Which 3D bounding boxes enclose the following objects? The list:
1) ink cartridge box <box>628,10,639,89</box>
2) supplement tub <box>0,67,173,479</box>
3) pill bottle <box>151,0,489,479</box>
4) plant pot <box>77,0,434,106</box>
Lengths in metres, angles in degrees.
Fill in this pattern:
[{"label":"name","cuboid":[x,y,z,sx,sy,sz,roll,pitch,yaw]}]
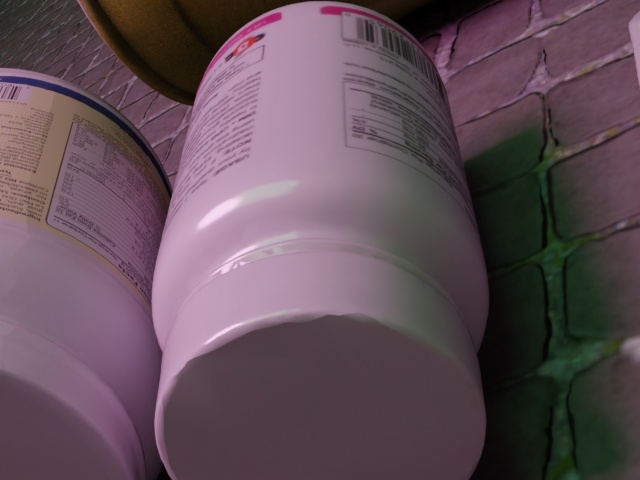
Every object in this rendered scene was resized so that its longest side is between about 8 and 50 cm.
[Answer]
[{"label":"ink cartridge box","cuboid":[0.271,-0.142,0.498,0.232,0.066,0.189,-52,15,39]},{"label":"supplement tub","cuboid":[-0.206,0.054,0.587,0.235,0.235,0.325,-34,29,11]},{"label":"pill bottle","cuboid":[0.000,0.000,0.497,0.160,0.160,0.283,-29,29,19]},{"label":"plant pot","cuboid":[0.010,-0.328,0.809,0.353,0.366,0.366,-8,40,27]}]
